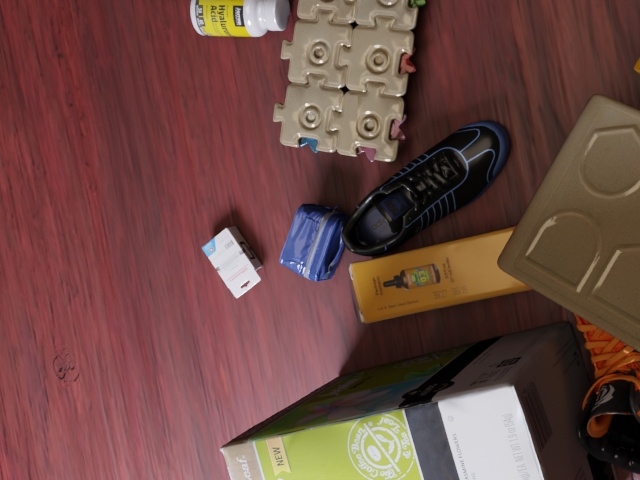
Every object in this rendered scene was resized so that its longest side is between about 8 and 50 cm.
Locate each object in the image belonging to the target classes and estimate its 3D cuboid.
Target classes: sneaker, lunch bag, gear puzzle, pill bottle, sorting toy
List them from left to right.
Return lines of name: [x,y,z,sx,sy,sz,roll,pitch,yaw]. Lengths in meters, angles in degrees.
pill bottle: [-0.101,-0.291,1.329,0.116,0.065,0.065,5,97,22]
lunch bag: [0.000,0.000,1.314,0.065,0.067,0.098,24,102,18]
gear puzzle: [0.045,-0.271,1.288,0.175,0.044,0.339,11,96,23]
sneaker: [0.123,-0.056,1.245,0.232,0.090,0.081,-42,79,21]
sneaker: [0.314,0.108,1.102,0.321,0.180,0.124,52,140,2]
sorting toy: [0.334,-0.058,1.047,0.229,0.041,0.307,34,98,42]

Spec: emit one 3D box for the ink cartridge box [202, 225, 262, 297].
ink cartridge box: [-0.112,0.029,1.384,0.048,0.028,0.083,-38,80,21]

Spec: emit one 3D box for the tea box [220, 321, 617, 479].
tea box: [0.124,0.252,1.146,0.323,0.329,0.220,-18,89,23]

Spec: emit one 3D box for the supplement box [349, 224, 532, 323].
supplement box: [0.157,0.038,1.249,0.233,0.080,0.078,-13,89,22]
